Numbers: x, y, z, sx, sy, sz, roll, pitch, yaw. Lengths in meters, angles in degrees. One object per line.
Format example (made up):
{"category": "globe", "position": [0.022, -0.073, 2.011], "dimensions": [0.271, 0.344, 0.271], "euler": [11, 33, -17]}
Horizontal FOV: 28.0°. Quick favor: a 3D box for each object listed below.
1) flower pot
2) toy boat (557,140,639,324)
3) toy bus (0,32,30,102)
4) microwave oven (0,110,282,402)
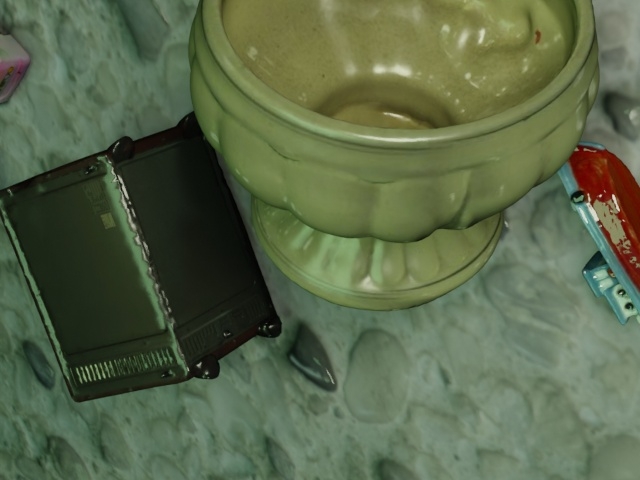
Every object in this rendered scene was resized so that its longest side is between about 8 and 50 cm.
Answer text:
{"category": "flower pot", "position": [0.051, -0.101, 0.996], "dimensions": [0.307, 0.307, 0.244], "euler": [35, 148, 21]}
{"category": "toy boat", "position": [0.233, -0.006, 1.031], "dimensions": [0.059, 0.069, 0.172], "euler": [-24, 99, 35]}
{"category": "toy bus", "position": [-0.454, -0.266, 1.447], "dimensions": [0.274, 0.112, 0.090], "euler": [49, 126, 10]}
{"category": "microwave oven", "position": [-0.176, 0.016, 1.309], "dimensions": [0.178, 0.188, 0.247], "euler": [-14, 99, 37]}
